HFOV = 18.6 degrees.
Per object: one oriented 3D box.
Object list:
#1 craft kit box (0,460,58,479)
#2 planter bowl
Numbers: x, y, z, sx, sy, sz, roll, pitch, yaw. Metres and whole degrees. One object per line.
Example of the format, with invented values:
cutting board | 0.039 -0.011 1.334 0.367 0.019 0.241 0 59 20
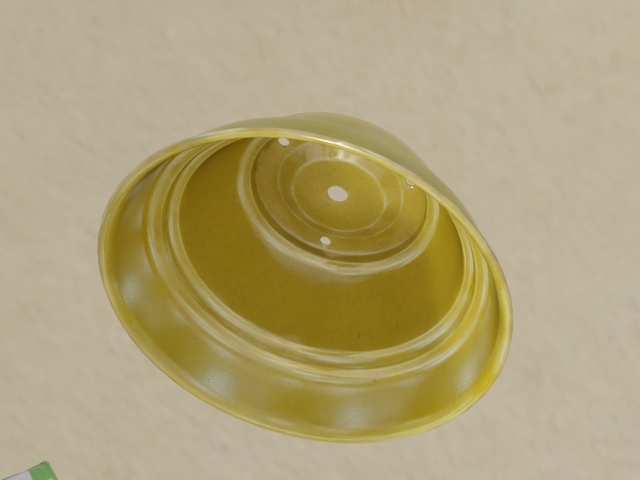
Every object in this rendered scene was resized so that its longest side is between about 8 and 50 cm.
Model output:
craft kit box | -0.331 0.255 1.454 0.250 0.246 0.061 -28 90 9
planter bowl | 0.000 0.000 1.022 0.217 0.217 0.090 3 42 15
